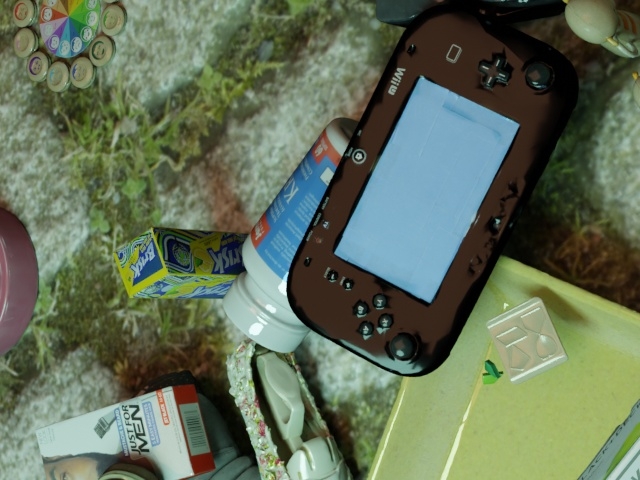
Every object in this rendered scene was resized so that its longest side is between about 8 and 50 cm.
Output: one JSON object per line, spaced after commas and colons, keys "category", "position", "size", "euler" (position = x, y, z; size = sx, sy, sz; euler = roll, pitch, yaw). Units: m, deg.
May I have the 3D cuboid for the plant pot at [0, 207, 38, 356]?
{"category": "plant pot", "position": [-0.467, 0.049, 1.624], "size": [0.201, 0.180, 0.201], "euler": [-2, 86, 33]}

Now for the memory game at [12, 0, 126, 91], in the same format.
{"category": "memory game", "position": [-0.301, -0.268, 1.632], "size": [0.186, 0.012, 0.186], "euler": [-2, 86, 34]}

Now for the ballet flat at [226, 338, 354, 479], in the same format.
{"category": "ballet flat", "position": [-0.027, 0.196, 1.371], "size": [0.241, 0.091, 0.077], "euler": [59, 150, 21]}

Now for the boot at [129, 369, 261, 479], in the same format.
{"category": "boot", "position": [-0.181, 0.324, 1.462], "size": [0.223, 0.118, 0.338], "euler": [48, 117, 21]}

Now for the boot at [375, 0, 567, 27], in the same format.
{"category": "boot", "position": [0.204, -0.425, 1.220], "size": [0.367, 0.146, 0.445], "euler": [-6, 80, 43]}

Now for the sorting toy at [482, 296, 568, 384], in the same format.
{"category": "sorting toy", "position": [0.170, 0.093, 1.201], "size": [0.083, 0.012, 0.062], "euler": [-30, 76, 25]}

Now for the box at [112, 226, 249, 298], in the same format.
{"category": "box", "position": [-0.128, 0.025, 1.405], "size": [0.059, 0.169, 0.054], "euler": [-31, 72, 29]}

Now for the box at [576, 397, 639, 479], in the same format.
{"category": "box", "position": [0.349, 0.230, 1.044], "size": [0.290, 0.087, 0.169], "euler": [37, 102, 3]}

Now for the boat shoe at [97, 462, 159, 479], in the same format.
{"category": "boat shoe", "position": [-0.206, 0.348, 1.361], "size": [0.095, 0.095, 0.257], "euler": [6, 118, 12]}

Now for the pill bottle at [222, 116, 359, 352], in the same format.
{"category": "pill bottle", "position": [0.000, 0.000, 1.348], "size": [0.124, 0.124, 0.221], "euler": [46, 111, 27]}

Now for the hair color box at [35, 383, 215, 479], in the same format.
{"category": "hair color box", "position": [-0.199, 0.213, 1.398], "size": [0.167, 0.053, 0.093], "euler": [-20, 79, 21]}

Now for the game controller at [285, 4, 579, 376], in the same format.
{"category": "game controller", "position": [0.095, -0.044, 1.216], "size": [0.166, 0.067, 0.319], "euler": [27, 95, 7]}

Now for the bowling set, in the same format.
{"category": "bowling set", "position": [0.344, -0.153, 1.109], "size": [0.200, 0.154, 0.287], "euler": [-48, 64, 22]}

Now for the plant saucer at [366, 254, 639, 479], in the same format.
{"category": "plant saucer", "position": [0.216, 0.209, 1.219], "size": [0.333, 0.081, 0.333], "euler": [25, 100, 32]}
